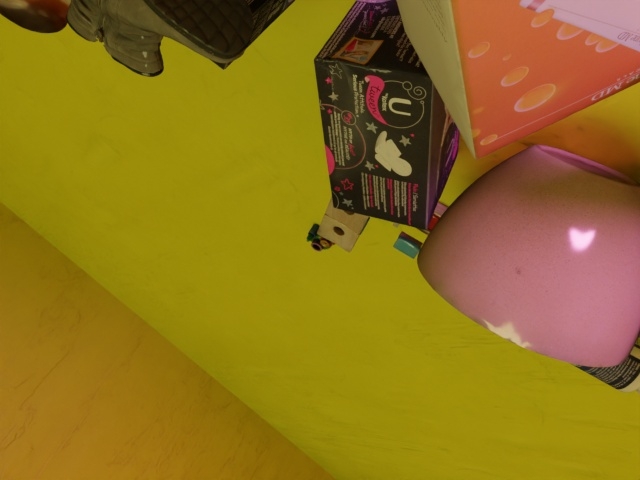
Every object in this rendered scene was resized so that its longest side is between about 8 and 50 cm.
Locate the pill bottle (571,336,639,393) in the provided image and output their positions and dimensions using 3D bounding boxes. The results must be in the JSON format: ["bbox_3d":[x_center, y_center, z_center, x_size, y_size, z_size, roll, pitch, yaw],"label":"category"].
[{"bbox_3d":[0.483,0.190,0.923,0.169,0.094,0.094,29,149,7],"label":"pill bottle"}]

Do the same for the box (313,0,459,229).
[{"bbox_3d":[0.100,-0.160,0.714,0.142,0.163,0.247,16,146,19],"label":"box"}]

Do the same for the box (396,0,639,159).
[{"bbox_3d":[0.151,-0.226,0.360,0.215,0.168,0.345,-26,160,12],"label":"box"}]

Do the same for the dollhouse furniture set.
[{"bbox_3d":[0.115,-0.041,0.898,0.183,0.129,0.129,31,149,5],"label":"dollhouse furniture set"}]

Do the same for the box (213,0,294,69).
[{"bbox_3d":[-0.117,-0.319,0.671,0.147,0.180,0.077,36,147,-6],"label":"box"}]

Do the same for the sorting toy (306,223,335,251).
[{"bbox_3d":[0.000,0.000,1.145,0.061,0.042,0.102,38,149,-8],"label":"sorting toy"}]

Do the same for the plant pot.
[{"bbox_3d":[0.288,-0.008,0.702,0.284,0.284,0.191,24,112,14],"label":"plant pot"}]

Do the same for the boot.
[{"bbox_3d":[-0.178,-0.237,0.606,0.246,0.083,0.161,36,153,6],"label":"boot"}]

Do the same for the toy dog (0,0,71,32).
[{"bbox_3d":[-0.344,-0.458,0.646,0.395,0.285,0.408,15,151,-6],"label":"toy dog"}]
